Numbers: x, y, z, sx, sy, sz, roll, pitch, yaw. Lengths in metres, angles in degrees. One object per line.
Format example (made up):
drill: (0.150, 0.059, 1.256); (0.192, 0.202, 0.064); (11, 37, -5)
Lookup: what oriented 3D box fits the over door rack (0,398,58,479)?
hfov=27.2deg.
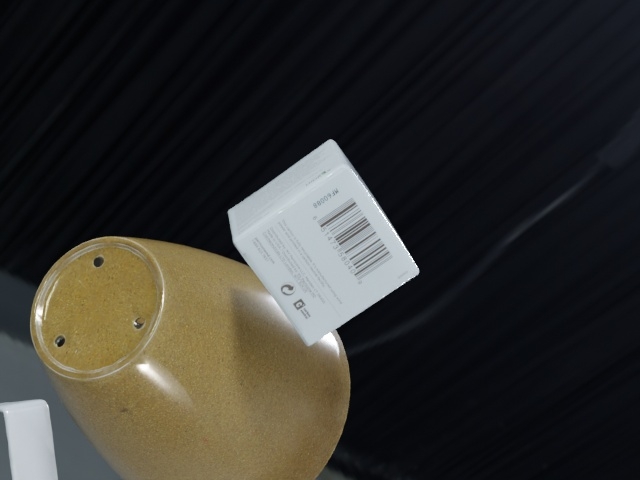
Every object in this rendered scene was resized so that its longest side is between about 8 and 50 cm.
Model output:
over door rack: (-0.297, 0.067, 0.568); (0.239, 0.324, 0.108); (-6, 100, -45)

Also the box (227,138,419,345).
box: (0.000, 0.000, 0.970); (0.101, 0.102, 0.087); (55, 5, -18)

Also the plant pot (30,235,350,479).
plant pot: (-0.126, 0.097, 1.114); (0.254, 0.237, 0.237); (50, 16, -59)
